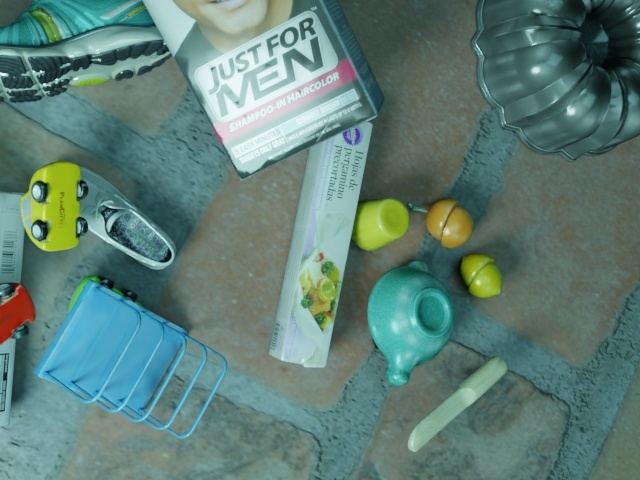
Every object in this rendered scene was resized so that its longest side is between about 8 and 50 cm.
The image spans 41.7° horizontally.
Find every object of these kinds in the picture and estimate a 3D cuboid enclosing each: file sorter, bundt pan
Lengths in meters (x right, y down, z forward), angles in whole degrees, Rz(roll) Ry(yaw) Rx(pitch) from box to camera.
[{"bbox_3d":[-0.206,0.141,0.956,0.170,0.105,0.118,40,75,-50],"label":"file sorter"},{"bbox_3d":[0.389,-0.281,1.190,0.331,0.124,0.330,0,91,-20],"label":"bundt pan"}]

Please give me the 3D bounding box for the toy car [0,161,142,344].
[{"bbox_3d":[-0.293,0.052,0.954,0.225,0.053,0.239,44,65,-51],"label":"toy car"}]

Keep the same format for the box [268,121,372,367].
[{"bbox_3d":[0.000,0.000,1.087,0.063,0.067,0.323,12,85,-20],"label":"box"}]

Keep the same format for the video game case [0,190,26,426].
[{"bbox_3d":[-0.423,0.071,0.866,0.061,0.244,0.269,3,88,26],"label":"video game case"}]

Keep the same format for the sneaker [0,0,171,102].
[{"bbox_3d":[-0.310,-0.234,0.976,0.275,0.107,0.109,-15,76,-23],"label":"sneaker"}]

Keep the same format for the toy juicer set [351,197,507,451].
[{"bbox_3d":[0.155,0.096,1.137,0.209,0.089,0.328,-8,85,-32],"label":"toy juicer set"}]

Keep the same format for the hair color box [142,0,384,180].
[{"bbox_3d":[-0.091,-0.281,0.966,0.185,0.113,0.374,-24,104,16],"label":"hair color box"}]

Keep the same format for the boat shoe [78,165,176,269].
[{"bbox_3d":[-0.250,-0.026,1.001,0.184,0.063,0.066,44,77,-14],"label":"boat shoe"}]
